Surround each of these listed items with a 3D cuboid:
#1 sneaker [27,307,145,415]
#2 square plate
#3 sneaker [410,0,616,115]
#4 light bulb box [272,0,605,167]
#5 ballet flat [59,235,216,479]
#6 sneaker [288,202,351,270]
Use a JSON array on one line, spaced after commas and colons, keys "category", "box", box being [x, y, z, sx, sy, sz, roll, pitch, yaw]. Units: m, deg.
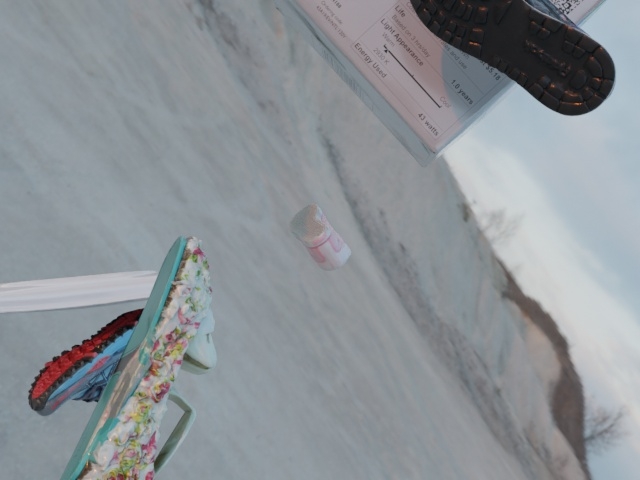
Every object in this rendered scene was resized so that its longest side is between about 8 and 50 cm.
[{"category": "sneaker", "box": [-0.308, 0.200, 1.225, 0.262, 0.104, 0.125, -35, 107, -48]}, {"category": "square plate", "box": [-0.394, 0.087, 1.318, 0.344, 0.347, 0.049, 161, -77, -73]}, {"category": "sneaker", "box": [0.210, -0.247, 0.931, 0.283, 0.107, 0.124, 44, 26, 7]}, {"category": "light bulb box", "box": [0.168, -0.357, 1.158, 0.358, 0.361, 0.225, 48, 2, 1]}, {"category": "ballet flat", "box": [-0.131, 0.112, 0.669, 0.077, 0.241, 0.091, 30, -26, -18]}, {"category": "sneaker", "box": [0.000, 0.000, 1.103, 0.070, 0.051, 0.134, 53, 2, -23]}]
